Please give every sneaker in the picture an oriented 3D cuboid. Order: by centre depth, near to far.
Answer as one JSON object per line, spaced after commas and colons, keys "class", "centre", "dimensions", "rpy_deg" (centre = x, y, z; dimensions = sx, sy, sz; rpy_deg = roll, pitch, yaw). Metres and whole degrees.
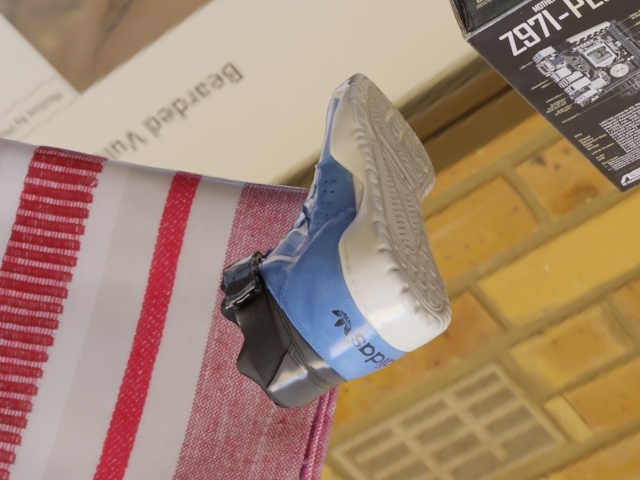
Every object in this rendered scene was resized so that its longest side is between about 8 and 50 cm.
{"class": "sneaker", "centre": [-0.001, -0.001, 0.448], "dimensions": [0.085, 0.058, 0.152], "rpy_deg": [-34, -146, 22]}

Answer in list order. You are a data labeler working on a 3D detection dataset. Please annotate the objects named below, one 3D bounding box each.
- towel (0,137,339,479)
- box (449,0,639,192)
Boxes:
{"class": "towel", "centre": [-0.158, 0.058, 0.514], "dimensions": [0.329, 0.037, 0.237], "rpy_deg": [10, -115, 6]}
{"class": "box", "centre": [0.159, -0.116, 0.468], "dimensions": [0.180, 0.147, 0.077], "rpy_deg": [-29, -128, 26]}
